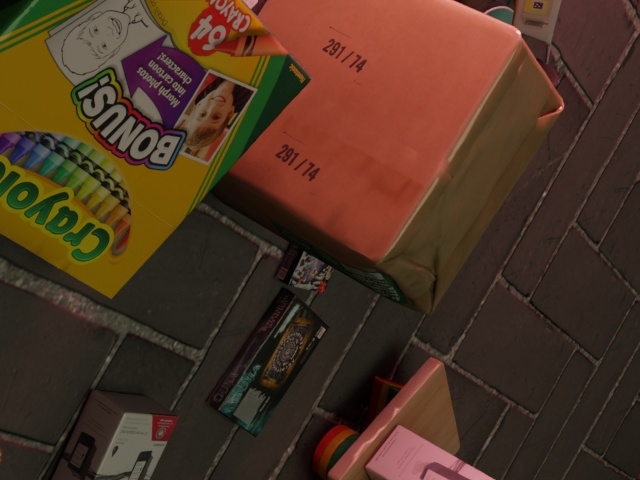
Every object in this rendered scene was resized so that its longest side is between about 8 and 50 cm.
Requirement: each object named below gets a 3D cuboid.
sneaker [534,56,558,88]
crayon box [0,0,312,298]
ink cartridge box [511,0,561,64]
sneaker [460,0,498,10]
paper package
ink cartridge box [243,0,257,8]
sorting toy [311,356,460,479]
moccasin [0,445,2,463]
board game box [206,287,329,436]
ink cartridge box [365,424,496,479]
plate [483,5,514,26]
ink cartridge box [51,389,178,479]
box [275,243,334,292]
[{"bbox_3d":[0.162,-0.171,1.794,0.270,0.090,0.145,1,128,-8],"label":"sneaker"},{"bbox_3d":[-0.212,-0.140,1.319,0.313,0.106,0.363,-49,148,0],"label":"crayon box"},{"bbox_3d":[0.301,-0.420,1.791,0.307,0.072,0.303,98,5,-55],"label":"ink cartridge box"},{"bbox_3d":[0.184,-0.382,1.752,0.121,0.099,0.262,-36,152,-23],"label":"sneaker"},{"bbox_3d":[0.050,-0.129,1.551,0.309,0.325,0.168,-57,148,-5],"label":"paper package"},{"bbox_3d":[-0.126,-0.269,1.444,0.088,0.052,0.122,-49,145,-18],"label":"ink cartridge box"},{"bbox_3d":[0.097,0.331,2.196,0.257,0.089,0.255,-46,145,-24],"label":"sorting toy"},{"bbox_3d":[-0.409,0.161,1.279,0.139,0.147,0.380,-52,147,-15],"label":"moccasin"},{"bbox_3d":[-0.069,0.167,1.889,0.186,0.026,0.126,-56,148,-9],"label":"board game box"},{"bbox_3d":[0.192,0.389,2.082,0.092,0.218,0.158,-50,147,-18],"label":"ink cartridge box"},{"bbox_3d":[0.226,-0.248,1.995,0.188,0.024,0.188,-35,140,-37],"label":"plate"},{"bbox_3d":[-0.251,0.261,1.665,0.109,0.063,0.150,16,100,-58],"label":"ink cartridge box"},{"bbox_3d":[0.000,0.000,1.858,0.094,0.027,0.137,14,102,-59],"label":"box"}]
